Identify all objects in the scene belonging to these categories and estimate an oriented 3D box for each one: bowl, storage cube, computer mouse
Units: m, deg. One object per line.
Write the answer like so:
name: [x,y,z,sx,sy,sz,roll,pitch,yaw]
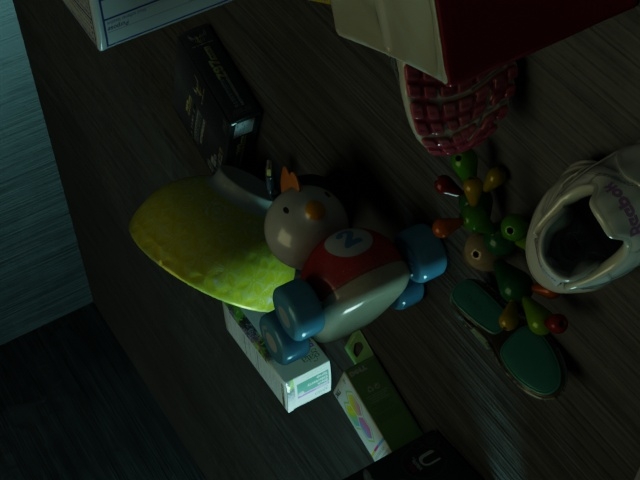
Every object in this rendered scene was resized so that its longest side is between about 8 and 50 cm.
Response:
bowl: [-0.149,-0.028,1.963,0.289,0.289,0.156,44,111,45]
storage cube: [0.119,-0.259,0.984,0.183,0.193,0.215,38,147,52]
computer mouse: [-0.020,-0.065,1.790,0.184,0.060,0.262,53,170,19]

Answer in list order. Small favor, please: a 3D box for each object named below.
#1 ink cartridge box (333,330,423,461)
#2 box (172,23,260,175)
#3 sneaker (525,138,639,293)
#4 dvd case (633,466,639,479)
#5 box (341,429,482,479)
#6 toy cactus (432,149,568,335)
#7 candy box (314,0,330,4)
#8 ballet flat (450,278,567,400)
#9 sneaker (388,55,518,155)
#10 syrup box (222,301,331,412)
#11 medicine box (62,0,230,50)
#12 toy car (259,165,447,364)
ink cartridge box: [0.076,0.251,1.918,0.209,0.062,0.109,59,161,17]
box: [-0.175,-0.216,1.993,0.183,0.059,0.233,60,161,16]
sneaker: [0.228,-0.012,1.072,0.114,0.152,0.305,59,161,9]
dvd case: [0.358,0.276,1.097,0.029,0.179,0.238,26,176,-26]
box: [0.103,0.424,1.747,0.165,0.270,0.143,45,153,44]
toy cactus: [0.184,0.012,1.315,0.219,0.112,0.180,54,170,4]
candy box: [0.025,-0.320,1.399,0.206,0.027,0.105,30,144,58]
ballet flat: [0.223,0.117,1.399,0.188,0.070,0.070,53,158,34]
sneaker: [0.108,-0.230,1.179,0.112,0.121,0.299,-146,42,-69]
syrup box: [-0.080,0.186,2.194,0.237,0.093,0.096,49,155,37]
medicine box: [-0.206,-0.424,1.508,0.149,0.263,0.289,51,156,35]
toy car: [0.000,0.000,1.571,0.238,0.219,0.210,61,160,14]
